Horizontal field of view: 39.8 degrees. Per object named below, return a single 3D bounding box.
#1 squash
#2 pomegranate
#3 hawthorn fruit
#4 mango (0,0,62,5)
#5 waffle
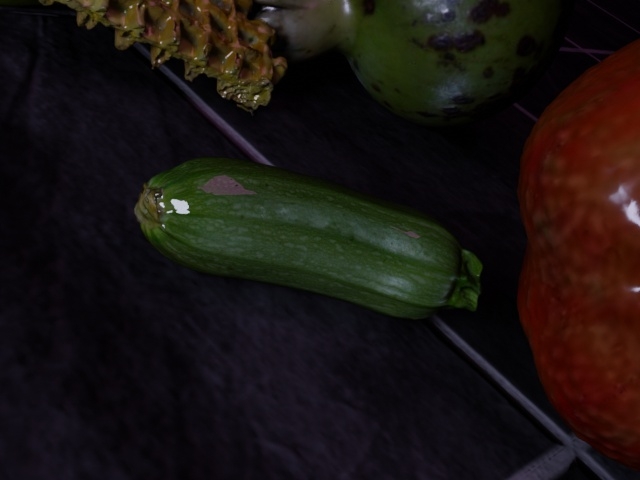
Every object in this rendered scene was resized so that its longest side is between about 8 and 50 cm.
[{"bbox_3d":[0.000,0.000,0.518,0.219,0.068,0.077,16,15,-21],"label":"squash"},{"bbox_3d":[0.075,-0.235,0.793,0.306,0.242,0.242,14,31,-14],"label":"pomegranate"},{"bbox_3d":[0.261,0.005,0.543,0.287,0.287,0.330,36,19,14],"label":"hawthorn fruit"},{"bbox_3d":[-0.244,-0.223,0.659,0.117,0.089,0.163,33,16,21],"label":"mango"},{"bbox_3d":[-0.110,-0.166,0.665,0.192,0.046,0.160,46,39,-12],"label":"waffle"}]
